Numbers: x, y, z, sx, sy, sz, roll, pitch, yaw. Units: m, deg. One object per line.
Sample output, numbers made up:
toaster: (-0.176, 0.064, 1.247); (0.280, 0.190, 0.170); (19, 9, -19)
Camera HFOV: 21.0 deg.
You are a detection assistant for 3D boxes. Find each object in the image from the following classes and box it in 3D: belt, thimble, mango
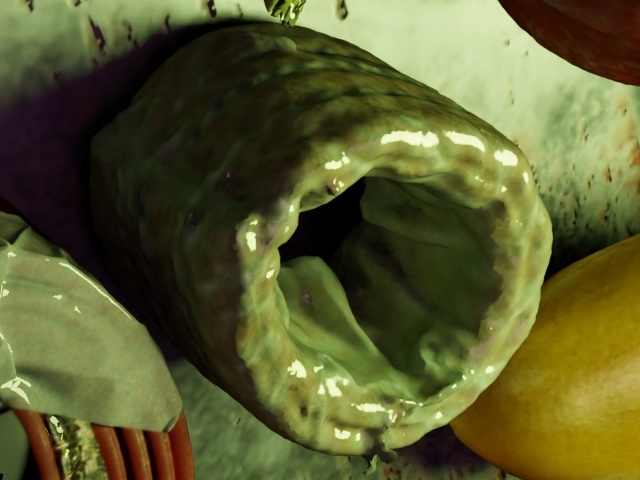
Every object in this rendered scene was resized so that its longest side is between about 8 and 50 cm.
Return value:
belt: (-0.184, 0.111, 0.830); (0.227, 0.115, 0.323); (-28, 129, -26)
thimble: (0.006, -0.002, 0.899); (0.196, 0.148, 0.229); (-46, 137, -9)
mango: (0.202, 0.084, 1.120); (0.257, 0.138, 0.187); (-25, 148, -9)

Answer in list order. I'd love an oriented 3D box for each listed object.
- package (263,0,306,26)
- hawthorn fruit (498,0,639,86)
package: (-0.034, -0.215, 0.778); (0.226, 0.090, 0.168); (33, 90, -43)
hawthorn fruit: (0.201, -0.175, 0.871); (0.242, 0.271, 0.241); (-23, 137, -23)
